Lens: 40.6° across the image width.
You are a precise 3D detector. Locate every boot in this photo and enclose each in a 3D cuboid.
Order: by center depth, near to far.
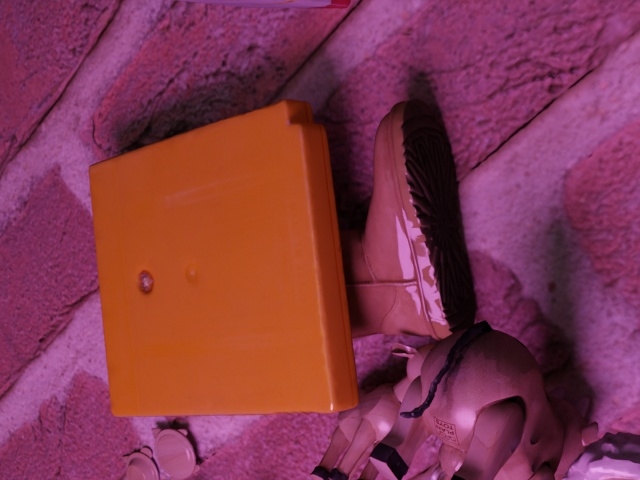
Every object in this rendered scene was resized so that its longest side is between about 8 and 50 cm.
[{"bbox_3d":[0.000,0.000,0.848,0.269,0.089,0.236,-6,97,34],"label":"boot"}]

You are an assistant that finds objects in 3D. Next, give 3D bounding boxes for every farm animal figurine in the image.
[{"bbox_3d":[0.142,0.170,0.734,0.330,0.172,0.327,22,155,26],"label":"farm animal figurine"}]

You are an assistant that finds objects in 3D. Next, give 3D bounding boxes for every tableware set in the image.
[{"bbox_3d":[-0.181,0.312,1.071,0.141,0.020,0.169,-30,86,34],"label":"tableware set"}]

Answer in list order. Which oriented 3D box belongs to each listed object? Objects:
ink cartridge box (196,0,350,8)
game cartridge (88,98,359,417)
[{"bbox_3d":[-0.068,-0.276,0.776,0.128,0.176,0.127,10,106,30],"label":"ink cartridge box"},{"bbox_3d":[-0.110,0.032,0.868,0.323,0.052,0.285,-10,84,39],"label":"game cartridge"}]
